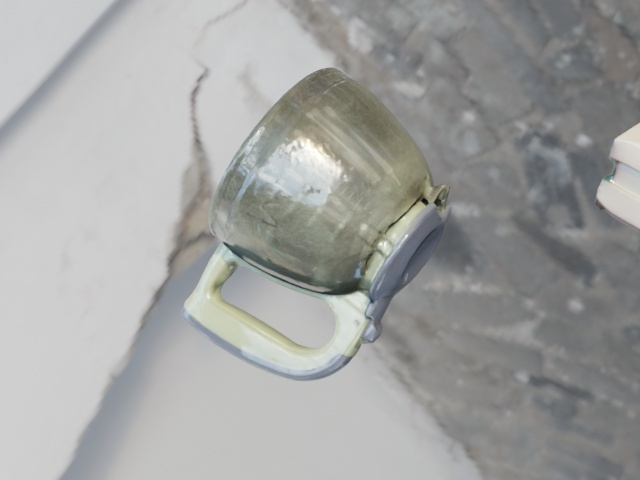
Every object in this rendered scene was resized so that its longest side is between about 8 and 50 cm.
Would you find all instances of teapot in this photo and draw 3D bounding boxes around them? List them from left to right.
[{"bbox_3d":[0.001,-0.006,0.780,0.108,0.149,0.111,37,164,16],"label":"teapot"}]

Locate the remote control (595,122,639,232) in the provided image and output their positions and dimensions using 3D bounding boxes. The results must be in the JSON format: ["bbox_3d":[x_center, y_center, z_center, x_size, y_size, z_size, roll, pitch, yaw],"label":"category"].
[{"bbox_3d":[0.279,0.009,0.735,0.277,0.103,0.055,33,134,29],"label":"remote control"}]
